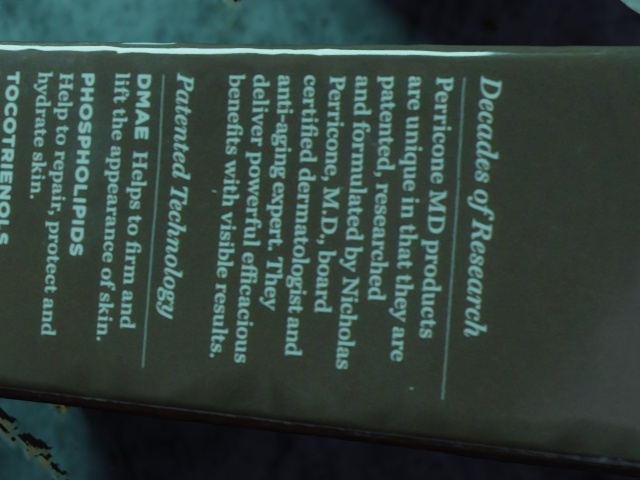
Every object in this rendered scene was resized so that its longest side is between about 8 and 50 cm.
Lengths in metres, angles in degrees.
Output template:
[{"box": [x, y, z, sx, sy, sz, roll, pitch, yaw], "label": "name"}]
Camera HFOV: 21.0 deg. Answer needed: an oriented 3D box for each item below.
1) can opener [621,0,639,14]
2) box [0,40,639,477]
[{"box": [0.199, -0.192, 0.621, 0.283, 0.095, 0.076, -48, 69, 18], "label": "can opener"}, {"box": [0.000, 0.000, 0.663, 0.381, 0.191, 0.143, 6, 90, 27], "label": "box"}]
